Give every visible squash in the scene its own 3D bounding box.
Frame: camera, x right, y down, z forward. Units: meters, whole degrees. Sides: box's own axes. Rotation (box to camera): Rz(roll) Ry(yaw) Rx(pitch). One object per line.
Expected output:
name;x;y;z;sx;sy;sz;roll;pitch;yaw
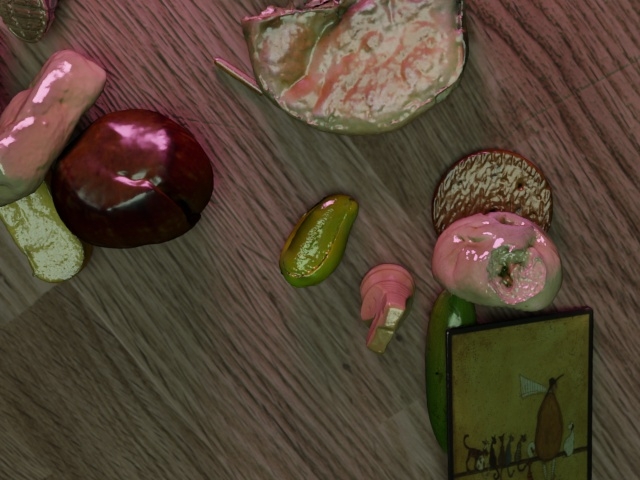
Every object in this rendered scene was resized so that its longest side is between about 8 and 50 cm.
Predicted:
squash;0.206;0.209;1.602;0.082;0.082;0.292;0;104;4

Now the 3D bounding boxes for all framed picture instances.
framed picture;0.317;0.283;1.602;0.255;0.014;0.338;-7;104;-17

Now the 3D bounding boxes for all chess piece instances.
chess piece;0.100;0.100;1.520;0.090;0.200;0.090;1;104;4

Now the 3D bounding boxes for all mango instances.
mango;0.000;0.000;1.570;0.091;0.074;0.165;38;91;0

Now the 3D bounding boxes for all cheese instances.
cheese;-0.408;-0.165;1.464;0.093;0.263;0.159;40;148;-25

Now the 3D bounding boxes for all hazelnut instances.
hazelnut;-0.278;-0.090;1.508;0.234;0.218;0.218;-9;103;4

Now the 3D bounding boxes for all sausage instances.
sausage;-0.123;-0.249;1.543;0.100;0.015;0.015;34;103;-6

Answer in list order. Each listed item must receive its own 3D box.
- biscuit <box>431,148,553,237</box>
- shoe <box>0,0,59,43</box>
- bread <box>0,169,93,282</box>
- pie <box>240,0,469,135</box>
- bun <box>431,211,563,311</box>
biscuit;0.264;-0.048;1.563;0.188;0.027;0.187;1;105;2
shoe;-0.413;-0.385;1.493;0.089;0.092;0.180;22;119;11
bread;-0.444;-0.050;1.575;0.102;0.094;0.245;-30;101;1
pie;0.059;-0.299;1.491;0.338;0.075;0.337;0;103;1
bun;0.259;0.025;1.467;0.179;0.193;0.127;7;103;-11
